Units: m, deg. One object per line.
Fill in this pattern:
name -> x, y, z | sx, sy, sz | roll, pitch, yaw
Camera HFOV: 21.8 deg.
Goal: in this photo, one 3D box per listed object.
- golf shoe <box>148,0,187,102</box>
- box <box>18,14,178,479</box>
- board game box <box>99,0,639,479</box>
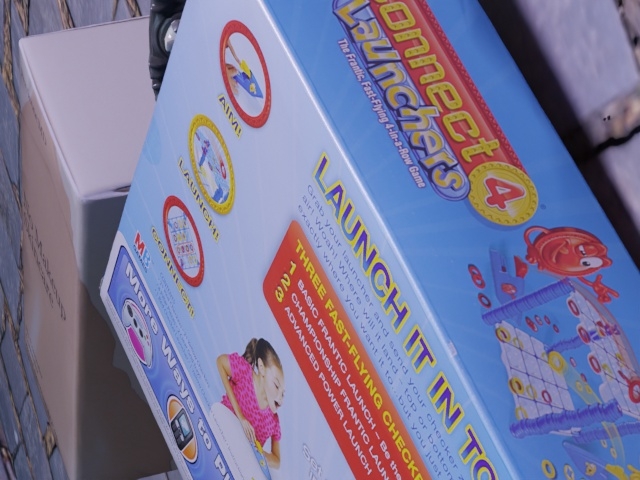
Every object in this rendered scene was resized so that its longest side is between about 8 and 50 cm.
golf shoe -> -0.027, -0.169, 0.780 | 0.120, 0.105, 0.273 | -104, 18, -57
box -> -0.121, 0.014, 1.088 | 0.311, 0.121, 0.148 | 100, 152, -48
board game box -> 0.022, 0.065, 0.701 | 0.308, 0.086, 0.302 | 63, 153, 21
